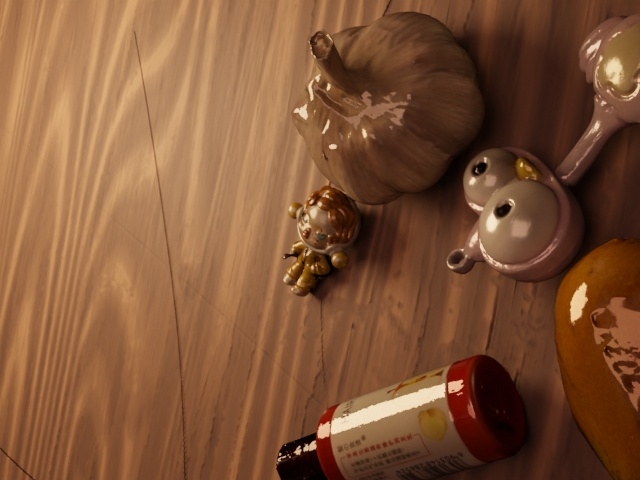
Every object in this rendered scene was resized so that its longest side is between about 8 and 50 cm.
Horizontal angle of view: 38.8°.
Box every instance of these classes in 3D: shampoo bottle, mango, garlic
[{"bbox_3d":[0.070,0.209,0.957,0.278,0.104,0.104,-26,69,33],"label":"shampoo bottle"},{"bbox_3d":[0.288,0.113,0.780,0.166,0.136,0.236,-7,83,37],"label":"mango"},{"bbox_3d":[0.045,-0.153,0.957,0.219,0.212,0.218,-10,73,34],"label":"garlic"}]

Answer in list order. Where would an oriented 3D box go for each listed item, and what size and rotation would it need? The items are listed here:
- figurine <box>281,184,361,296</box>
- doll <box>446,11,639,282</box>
[{"bbox_3d":[0.002,0.004,1.067,0.101,0.068,0.143,22,110,42],"label":"figurine"},{"bbox_3d":[0.249,-0.095,0.858,0.365,0.094,0.160,-48,44,20],"label":"doll"}]
